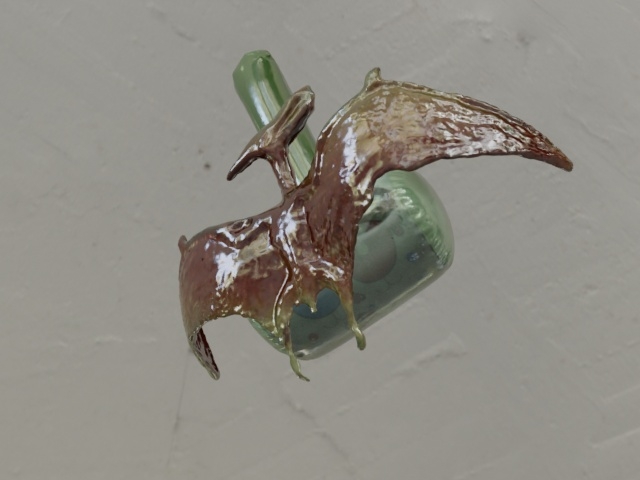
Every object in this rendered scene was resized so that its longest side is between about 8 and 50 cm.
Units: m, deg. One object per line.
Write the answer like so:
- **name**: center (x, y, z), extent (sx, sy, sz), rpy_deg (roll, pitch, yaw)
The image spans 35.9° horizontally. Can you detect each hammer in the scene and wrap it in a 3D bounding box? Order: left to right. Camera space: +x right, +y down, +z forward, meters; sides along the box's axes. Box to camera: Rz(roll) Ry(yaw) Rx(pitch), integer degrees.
- **hammer**: center (-0.014, -0.061, 0.965), extent (0.206, 0.335, 0.119), rpy_deg (-33, -33, 12)

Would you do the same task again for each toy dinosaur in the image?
- **toy dinosaur**: center (-0.002, 0.010, 0.727), extent (0.113, 0.206, 0.327), rpy_deg (18, -69, -43)
